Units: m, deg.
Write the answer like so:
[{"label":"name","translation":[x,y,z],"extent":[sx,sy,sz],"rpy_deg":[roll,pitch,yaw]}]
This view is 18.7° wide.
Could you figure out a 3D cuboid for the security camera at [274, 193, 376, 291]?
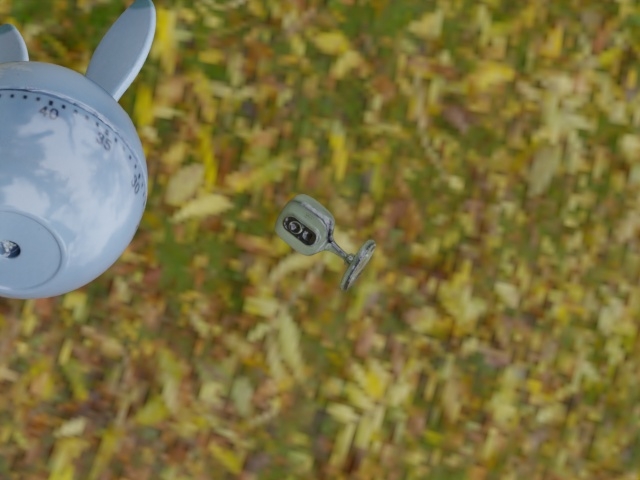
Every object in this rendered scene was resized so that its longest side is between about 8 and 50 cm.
[{"label":"security camera","translation":[0.000,0.000,1.791],"extent":[0.058,0.092,0.058],"rpy_deg":[-57,173,-10]}]

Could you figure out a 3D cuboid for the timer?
[{"label":"timer","translation":[-0.186,-0.056,1.327],"extent":[0.255,0.175,0.175],"rpy_deg":[-66,155,-69]}]
